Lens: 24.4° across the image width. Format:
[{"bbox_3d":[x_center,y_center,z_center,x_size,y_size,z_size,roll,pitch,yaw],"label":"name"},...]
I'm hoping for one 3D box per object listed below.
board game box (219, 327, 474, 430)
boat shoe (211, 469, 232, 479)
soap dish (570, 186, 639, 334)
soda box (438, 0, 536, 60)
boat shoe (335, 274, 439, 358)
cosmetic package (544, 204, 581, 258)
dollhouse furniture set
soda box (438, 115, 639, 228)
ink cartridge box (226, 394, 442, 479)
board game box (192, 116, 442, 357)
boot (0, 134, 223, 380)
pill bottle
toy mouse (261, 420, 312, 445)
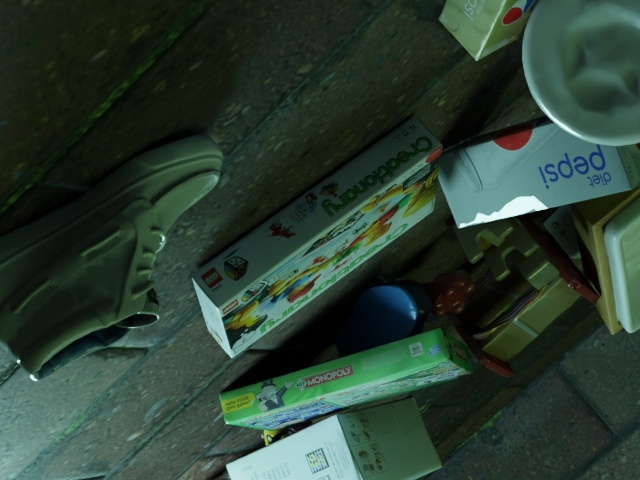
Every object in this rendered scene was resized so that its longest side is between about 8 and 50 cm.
[{"bbox_3d":[0.042,0.199,2.056,0.317,0.046,0.213,-17,165,11],"label":"board game box"},{"bbox_3d":[-0.130,0.385,2.359,0.184,0.066,0.063,-9,132,-54],"label":"boat shoe"},{"bbox_3d":[0.500,-0.016,2.274,0.229,0.118,0.291,-37,141,-12],"label":"soap dish"},{"bbox_3d":[0.172,-0.251,1.366,0.058,0.061,0.181,-30,161,-29],"label":"soda box"},{"bbox_3d":[0.097,0.105,2.075,0.089,0.109,0.258,-21,172,-27],"label":"boat shoe"},{"bbox_3d":[0.486,-0.077,2.418,0.231,0.085,0.117,-46,162,25],"label":"cosmetic package"},{"bbox_3d":[0.243,0.050,2.202,0.201,0.152,0.374,-42,145,12],"label":"dollhouse furniture set"},{"bbox_3d":[0.261,-0.092,1.693,0.091,0.098,0.286,-26,-172,-36],"label":"soda box"},{"bbox_3d":[-0.001,0.360,2.288,0.271,0.130,0.309,-27,169,22],"label":"ink cartridge box"},{"bbox_3d":[0.000,0.000,1.661,0.305,0.053,0.193,-36,163,-11],"label":"board game box"},{"bbox_3d":[-0.165,0.019,1.246,0.258,0.123,0.095,-33,162,-20],"label":"boot"},{"bbox_3d":[0.325,-0.220,1.499,0.176,0.176,0.318,-49,177,29],"label":"pill bottle"},{"bbox_3d":[-0.037,0.282,2.333,0.143,0.031,0.161,-28,160,-31],"label":"toy mouse"}]
